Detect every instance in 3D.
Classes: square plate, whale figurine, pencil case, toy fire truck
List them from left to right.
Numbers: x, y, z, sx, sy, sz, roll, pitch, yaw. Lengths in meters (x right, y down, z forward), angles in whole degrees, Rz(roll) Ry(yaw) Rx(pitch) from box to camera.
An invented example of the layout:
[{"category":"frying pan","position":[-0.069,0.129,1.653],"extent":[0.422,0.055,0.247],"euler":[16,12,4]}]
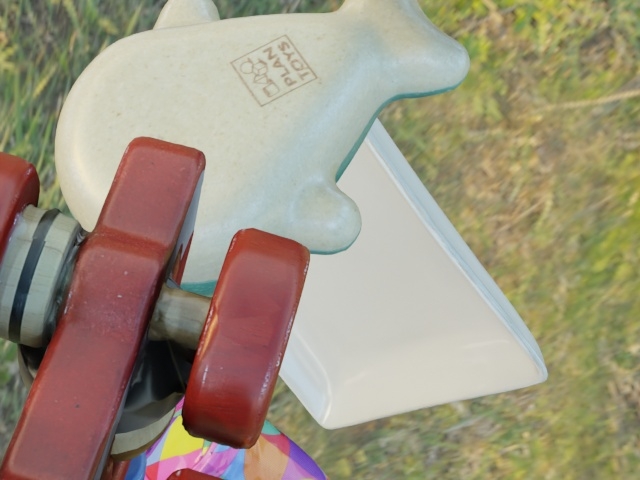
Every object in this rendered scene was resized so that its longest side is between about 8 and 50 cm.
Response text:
[{"category":"toy fire truck","position":[-0.122,0.114,0.720],"extent":[0.169,0.254,0.302],"euler":[16,55,-3]},{"category":"whale figurine","position":[-0.037,-0.071,1.008],"extent":[0.272,0.141,0.216],"euler":[-32,67,-11]},{"category":"pencil case","position":[-0.026,0.199,1.122],"extent":[0.236,0.104,0.104],"euler":[45,69,-25]},{"category":"square plate","position":[0.000,0.000,1.304],"extent":[0.049,0.347,0.344],"euler":[-43,101,-32]}]
